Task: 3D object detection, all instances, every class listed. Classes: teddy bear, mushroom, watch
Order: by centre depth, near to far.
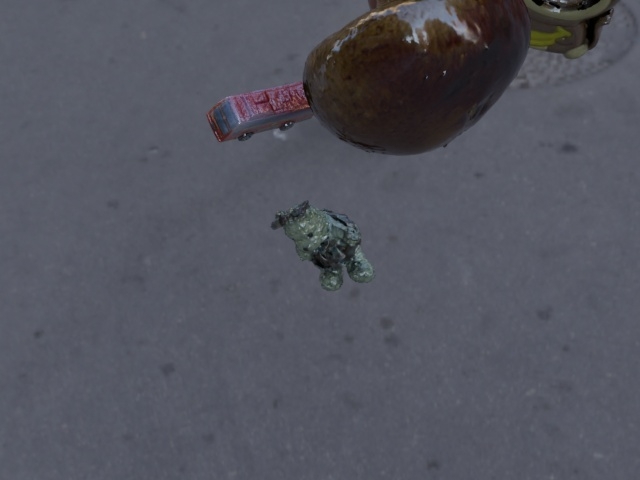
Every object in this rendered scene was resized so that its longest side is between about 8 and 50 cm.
[{"bbox_3d":[0.109,-0.292,1.354,0.334,0.356,0.331,-21,23,47],"label":"mushroom"},{"bbox_3d":[0.008,-0.012,1.657,0.133,0.213,0.111,-13,46,34],"label":"teddy bear"},{"bbox_3d":[0.440,-0.561,1.814,0.314,0.335,0.327,14,51,-2],"label":"watch"}]

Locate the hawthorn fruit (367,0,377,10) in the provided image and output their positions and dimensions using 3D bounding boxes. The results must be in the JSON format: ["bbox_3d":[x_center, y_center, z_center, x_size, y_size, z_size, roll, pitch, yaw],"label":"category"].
[{"bbox_3d":[0.197,-0.554,2.254,0.210,0.210,0.263,0,64,8],"label":"hawthorn fruit"}]

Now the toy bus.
[{"bbox_3d":[-0.086,-0.212,1.602,0.192,0.077,0.065,-20,80,-37],"label":"toy bus"}]
